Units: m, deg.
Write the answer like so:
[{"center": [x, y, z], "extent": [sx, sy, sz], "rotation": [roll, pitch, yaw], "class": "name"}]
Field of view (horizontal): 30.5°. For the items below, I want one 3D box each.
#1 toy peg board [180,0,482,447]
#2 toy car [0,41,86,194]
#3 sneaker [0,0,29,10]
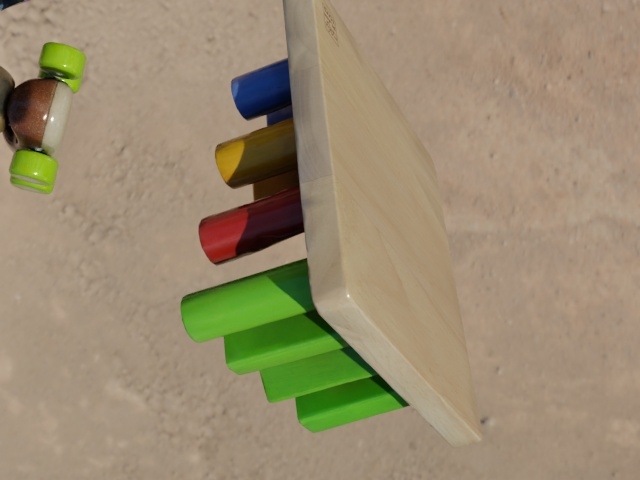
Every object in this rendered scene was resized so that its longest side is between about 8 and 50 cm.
[{"center": [0.000, 0.000, 0.524], "extent": [0.079, 0.160, 0.161], "rotation": [-18, 146, 17], "class": "toy peg board"}, {"center": [-0.377, -0.155, 1.325], "extent": [0.188, 0.155, 0.149], "rotation": [15, 171, -13], "class": "toy car"}, {"center": [-0.321, -0.322, 1.272], "extent": [0.072, 0.178, 0.077], "rotation": [-15, 130, 24], "class": "sneaker"}]
